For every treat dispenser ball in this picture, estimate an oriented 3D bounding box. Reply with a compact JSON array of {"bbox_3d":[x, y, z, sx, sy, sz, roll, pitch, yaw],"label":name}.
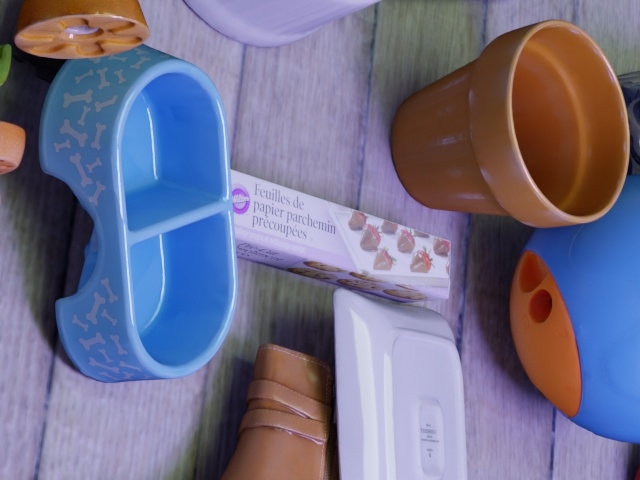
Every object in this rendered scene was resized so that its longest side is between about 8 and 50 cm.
[{"bbox_3d":[0.345,0.073,1.787,0.288,0.288,0.288,11,75,-45],"label":"treat dispenser ball"}]

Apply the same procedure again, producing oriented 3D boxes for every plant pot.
[{"bbox_3d":[0.184,-0.107,1.722,0.205,0.188,0.205,10,76,-45],"label":"plant pot"}]

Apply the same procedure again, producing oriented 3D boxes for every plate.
[{"bbox_3d":[0.088,0.193,1.604,0.277,0.045,0.278,18,68,-66],"label":"plate"}]

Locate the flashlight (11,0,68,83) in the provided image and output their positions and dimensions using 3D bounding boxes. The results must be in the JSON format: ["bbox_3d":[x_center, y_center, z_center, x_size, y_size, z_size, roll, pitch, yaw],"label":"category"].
[{"bbox_3d":[-0.184,-0.284,1.424,0.103,0.103,0.304,17,70,2],"label":"flashlight"}]

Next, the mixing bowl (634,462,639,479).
[{"bbox_3d":[0.434,0.300,1.979,0.181,0.098,0.182,9,77,-46],"label":"mixing bowl"}]

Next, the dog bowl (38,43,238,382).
[{"bbox_3d":[-0.142,-0.019,1.389,0.166,0.074,0.297,-22,116,-49],"label":"dog bowl"}]

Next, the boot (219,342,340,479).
[{"bbox_3d":[-0.051,0.196,1.472,0.283,0.109,0.220,23,68,-45],"label":"boot"}]

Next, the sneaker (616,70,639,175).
[{"bbox_3d":[0.421,-0.092,1.960,0.315,0.127,0.182,-73,154,-74],"label":"sneaker"}]

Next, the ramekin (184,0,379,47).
[{"bbox_3d":[-0.025,-0.332,1.581,0.277,0.135,0.277,11,74,-45],"label":"ramekin"}]

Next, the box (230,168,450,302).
[{"bbox_3d":[0.000,0.000,1.598,0.324,0.067,0.063,17,70,-45],"label":"box"}]

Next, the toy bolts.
[{"bbox_3d":[-0.243,-0.099,1.212,0.228,0.218,0.159,26,56,-70],"label":"toy bolts"}]
